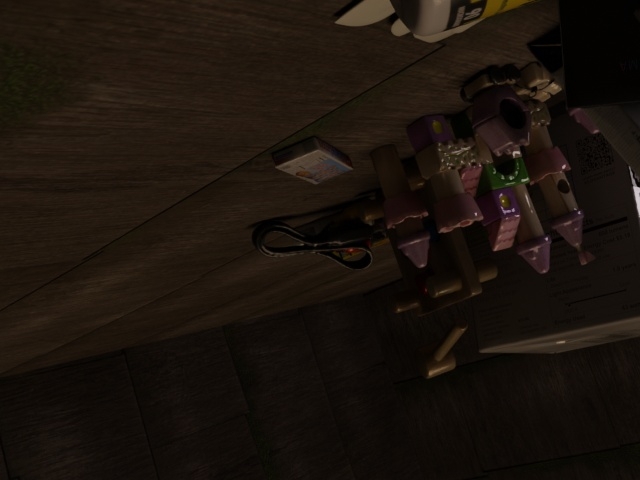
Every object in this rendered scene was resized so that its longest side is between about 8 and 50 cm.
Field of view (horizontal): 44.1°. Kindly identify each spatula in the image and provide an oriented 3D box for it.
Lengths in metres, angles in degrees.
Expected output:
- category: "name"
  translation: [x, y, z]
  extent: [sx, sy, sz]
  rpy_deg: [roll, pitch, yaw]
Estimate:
- category: "spatula"
  translation: [0.149, -0.235, 0.666]
  extent: [0.242, 0.019, 0.168]
  rpy_deg: [-27, 163, 39]

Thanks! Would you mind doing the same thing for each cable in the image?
- category: "cable"
  translation: [0.000, 0.000, 1.523]
  extent: [0.287, 0.139, 0.072]
  rpy_deg: [-9, -151, -21]

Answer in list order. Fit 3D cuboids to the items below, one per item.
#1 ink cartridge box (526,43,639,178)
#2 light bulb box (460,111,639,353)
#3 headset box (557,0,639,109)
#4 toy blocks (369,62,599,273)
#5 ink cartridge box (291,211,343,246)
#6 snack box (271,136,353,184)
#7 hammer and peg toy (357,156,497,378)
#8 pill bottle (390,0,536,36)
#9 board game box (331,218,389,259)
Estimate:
- category: "ink cartridge box"
  translation: [0.386, -0.174, 0.937]
  extent: [0.223, 0.224, 0.045]
  rpy_deg: [-13, 149, -37]
- category: "light bulb box"
  translation: [0.449, -0.009, 1.375]
  extent: [0.225, 0.361, 0.358]
  rpy_deg: [7, 161, -37]
- category: "headset box"
  translation: [0.402, -0.206, 0.753]
  extent: [0.283, 0.131, 0.246]
  rpy_deg: [-13, -170, -34]
- category: "toy blocks"
  translation: [0.277, -0.071, 1.142]
  extent: [0.289, 0.260, 0.309]
  rpy_deg: [-12, 170, -32]
- category: "ink cartridge box"
  translation: [0.021, -0.016, 1.682]
  extent: [0.145, 0.045, 0.179]
  rpy_deg: [-19, 169, 9]
- category: "snack box"
  translation: [-0.007, -0.108, 1.103]
  extent: [0.064, 0.022, 0.178]
  rpy_deg: [-22, 171, 15]
- category: "hammer and peg toy"
  translation: [0.203, 0.046, 1.388]
  extent: [0.127, 0.361, 0.266]
  rpy_deg: [-16, 170, -18]
- category: "pill bottle"
  translation: [0.138, -0.206, 0.464]
  extent: [0.208, 0.119, 0.119]
  rpy_deg: [-18, 171, -1]
- category: "board game box"
  translation: [0.119, -0.021, 1.718]
  extent: [0.170, 0.048, 0.141]
  rpy_deg: [-23, -171, 27]
